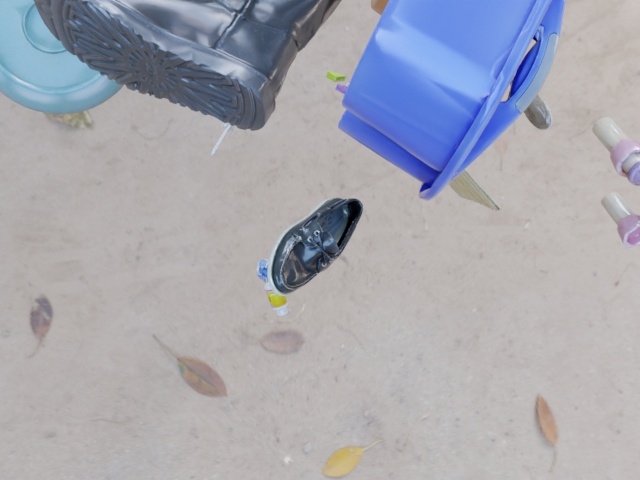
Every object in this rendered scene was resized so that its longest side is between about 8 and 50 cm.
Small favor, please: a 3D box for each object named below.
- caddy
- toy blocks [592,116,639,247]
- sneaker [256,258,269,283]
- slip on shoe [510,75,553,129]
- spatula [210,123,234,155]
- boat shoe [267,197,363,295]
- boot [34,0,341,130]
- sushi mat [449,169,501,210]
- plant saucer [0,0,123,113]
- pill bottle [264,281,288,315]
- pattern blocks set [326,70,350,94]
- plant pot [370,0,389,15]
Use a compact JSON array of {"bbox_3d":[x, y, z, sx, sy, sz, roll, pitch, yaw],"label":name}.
[{"bbox_3d":[0.158,-0.210,0.694,0.179,0.241,0.341,27,89,1],"label":"caddy"},{"bbox_3d":[0.712,-0.117,1.219,0.308,0.289,0.260,-24,45,8],"label":"toy blocks"},{"bbox_3d":[-0.127,0.092,1.731,0.081,0.211,0.080,7,93,-8],"label":"sneaker"},{"bbox_3d":[0.451,-0.296,1.410,0.041,0.051,0.135,-28,91,-46],"label":"slip on shoe"},{"bbox_3d":[-0.171,-0.272,1.356,0.019,0.168,0.242,26,32,-10],"label":"spatula"},{"bbox_3d":[0.002,0.003,1.538,0.340,0.113,0.127,-44,114,-45],"label":"boat shoe"},{"bbox_3d":[-0.153,-0.413,1.007,0.366,0.146,0.445,26,63,-3],"label":"boot"},{"bbox_3d":[0.290,-0.172,1.512,0.316,0.151,0.019,38,88,-36],"label":"sushi mat"},{"bbox_3d":[-0.498,-0.399,1.227,0.317,0.043,0.318,-1,95,-7],"label":"plant saucer"},{"bbox_3d":[-0.105,0.140,1.595,0.043,0.043,0.083,-22,108,-10],"label":"pill bottle"},{"bbox_3d":[0.147,-0.421,1.890,0.285,0.325,0.026,30,113,17],"label":"pattern blocks set"},{"bbox_3d":[0.228,-0.532,1.314,0.203,0.291,0.291,17,71,-8],"label":"plant pot"}]
